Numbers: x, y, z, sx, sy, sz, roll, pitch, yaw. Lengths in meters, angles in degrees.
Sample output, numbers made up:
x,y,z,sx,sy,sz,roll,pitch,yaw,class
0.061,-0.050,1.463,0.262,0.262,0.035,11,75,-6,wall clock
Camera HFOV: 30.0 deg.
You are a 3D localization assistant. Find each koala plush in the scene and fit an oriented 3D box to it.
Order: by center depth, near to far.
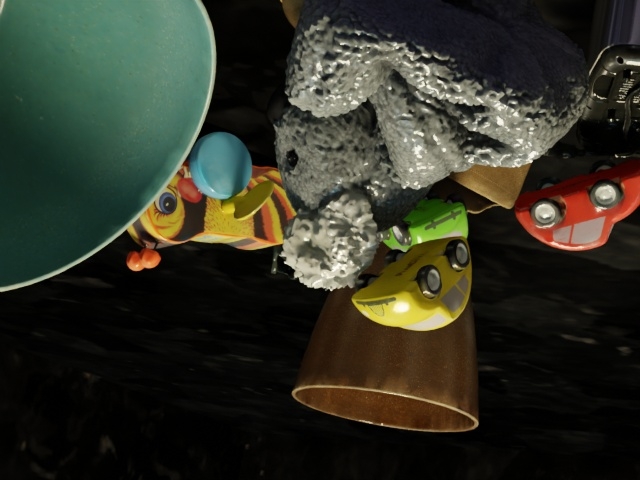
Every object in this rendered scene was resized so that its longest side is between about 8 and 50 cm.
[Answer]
x,y,z,sx,sy,sz,roll,pitch,yaw,class
0.045,-0.079,0.811,0.203,0.196,0.221,25,130,-13,koala plush

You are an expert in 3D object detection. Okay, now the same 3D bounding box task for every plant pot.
x,y,z,sx,sy,sz,roll,pitch,yaw,class
-0.253,-0.133,0.905,0.195,0.290,0.290,43,178,28,plant pot
0.091,0.087,1.399,0.215,0.230,0.215,9,162,3,plant pot

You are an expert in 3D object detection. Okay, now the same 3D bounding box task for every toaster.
x,y,z,sx,sy,sz,roll,pitch,yaw,class
0.262,-0.124,0.830,0.186,0.110,0.168,8,162,8,toaster

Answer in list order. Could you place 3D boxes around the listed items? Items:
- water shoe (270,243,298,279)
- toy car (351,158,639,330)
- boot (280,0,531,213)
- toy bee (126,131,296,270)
x,y,z,sx,sy,sz,roll,pitch,yaw,class
0.000,0.000,1.426,0.073,0.080,0.203,16,162,-19,water shoe
0.107,0.001,0.908,0.239,0.053,0.225,-25,-166,-16,toy car
0.079,-0.116,0.959,0.112,0.115,0.305,-3,157,46,boot
-0.147,-0.035,1.271,0.298,0.162,0.195,14,164,-13,toy bee
